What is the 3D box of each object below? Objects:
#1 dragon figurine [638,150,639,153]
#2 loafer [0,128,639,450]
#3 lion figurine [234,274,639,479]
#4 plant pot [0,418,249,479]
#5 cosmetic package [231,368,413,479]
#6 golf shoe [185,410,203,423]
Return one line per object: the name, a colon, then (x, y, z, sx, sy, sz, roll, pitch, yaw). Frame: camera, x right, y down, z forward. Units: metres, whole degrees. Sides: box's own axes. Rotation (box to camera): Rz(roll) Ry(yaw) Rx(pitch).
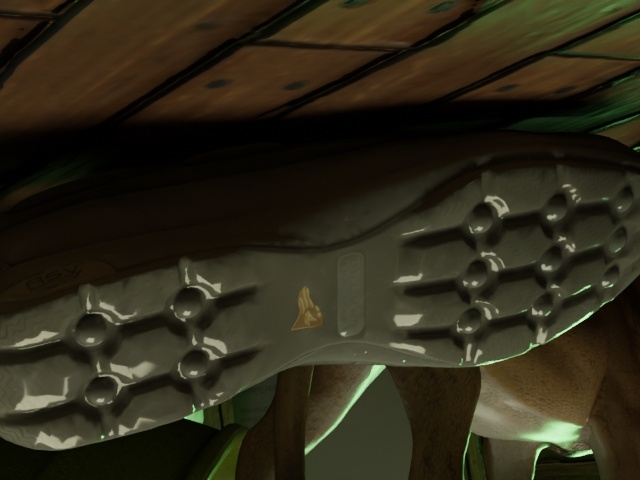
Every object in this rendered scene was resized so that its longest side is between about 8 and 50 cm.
dragon figurine: (0.206, -0.014, 0.643, 0.144, 0.085, 0.289, -3, 167, -19)
loafer: (0.000, 0.000, 0.553, 0.319, 0.112, 0.111, -8, -150, -24)
lion figurine: (0.089, 0.061, 0.715, 0.142, 0.240, 0.392, -8, 162, 31)
plant pot: (-0.270, 0.204, 0.706, 0.353, 0.366, 0.366, 22, 174, 5)
cosmetic package: (0.012, 0.111, 0.829, 0.117, 0.231, 0.085, -4, 172, -32)
golf shoe: (-0.187, 0.178, 1.479, 0.115, 0.140, 0.306, -9, 174, -5)
